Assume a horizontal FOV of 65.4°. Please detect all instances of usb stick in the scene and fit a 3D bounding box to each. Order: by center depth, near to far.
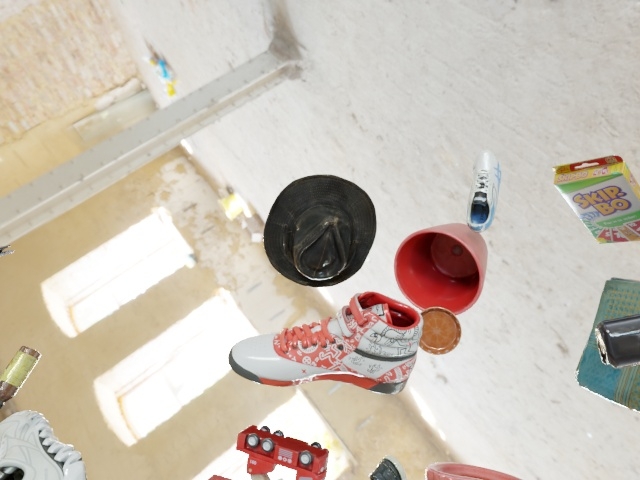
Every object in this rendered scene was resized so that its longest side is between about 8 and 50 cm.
[{"bbox_3d":[0.570,0.134,0.758,0.045,0.277,0.077,20,-124,-75],"label":"usb stick"}]

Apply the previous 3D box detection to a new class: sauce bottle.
[{"bbox_3d":[-0.562,0.256,0.904,0.042,0.128,0.042,17,149,11],"label":"sauce bottle"}]

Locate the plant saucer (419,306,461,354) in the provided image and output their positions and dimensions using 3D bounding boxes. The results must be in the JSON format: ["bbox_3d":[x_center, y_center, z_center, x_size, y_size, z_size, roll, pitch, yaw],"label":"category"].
[{"bbox_3d":[0.203,0.157,0.869,0.083,0.083,0.013,52,-170,8],"label":"plant saucer"}]

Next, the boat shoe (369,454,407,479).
[{"bbox_3d":[0.228,0.858,1.573,0.127,0.113,0.341,6,111,53],"label":"boat shoe"}]

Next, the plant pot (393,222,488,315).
[{"bbox_3d":[0.397,0.065,1.555,0.274,0.243,0.275,11,112,29],"label":"plant pot"}]

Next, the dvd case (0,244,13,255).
[{"bbox_3d":[-0.649,0.045,0.851,0.221,0.164,0.018,-5,103,41],"label":"dvd case"}]

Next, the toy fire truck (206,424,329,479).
[{"bbox_3d":[-0.086,0.356,0.752,0.191,0.136,0.047,9,-178,20],"label":"toy fire truck"}]

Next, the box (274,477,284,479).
[{"bbox_3d":[-0.144,0.696,1.181,0.119,0.180,0.182,16,102,53],"label":"box"}]

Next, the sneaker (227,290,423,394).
[{"bbox_3d":[0.010,0.132,0.705,0.090,0.269,0.145,-91,12,-59],"label":"sneaker"}]

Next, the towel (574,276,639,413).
[{"bbox_3d":[0.680,0.219,0.997,0.040,0.272,0.370,21,177,-10],"label":"towel"}]

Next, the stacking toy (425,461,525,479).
[{"bbox_3d":[0.264,0.371,0.584,0.308,0.131,0.279,2,165,27],"label":"stacking toy"}]

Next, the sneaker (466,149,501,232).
[{"bbox_3d":[0.460,-0.140,1.404,0.085,0.238,0.086,5,180,21],"label":"sneaker"}]

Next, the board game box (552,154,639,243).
[{"bbox_3d":[0.569,-0.074,0.986,0.259,0.039,0.124,39,151,-31],"label":"board game box"}]

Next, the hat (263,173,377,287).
[{"bbox_3d":[0.000,0.000,1.296,0.332,0.331,0.134,60,-170,-20],"label":"hat"}]

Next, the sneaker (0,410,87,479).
[{"bbox_3d":[-0.549,0.402,0.917,0.292,0.118,0.110,8,99,39],"label":"sneaker"}]
